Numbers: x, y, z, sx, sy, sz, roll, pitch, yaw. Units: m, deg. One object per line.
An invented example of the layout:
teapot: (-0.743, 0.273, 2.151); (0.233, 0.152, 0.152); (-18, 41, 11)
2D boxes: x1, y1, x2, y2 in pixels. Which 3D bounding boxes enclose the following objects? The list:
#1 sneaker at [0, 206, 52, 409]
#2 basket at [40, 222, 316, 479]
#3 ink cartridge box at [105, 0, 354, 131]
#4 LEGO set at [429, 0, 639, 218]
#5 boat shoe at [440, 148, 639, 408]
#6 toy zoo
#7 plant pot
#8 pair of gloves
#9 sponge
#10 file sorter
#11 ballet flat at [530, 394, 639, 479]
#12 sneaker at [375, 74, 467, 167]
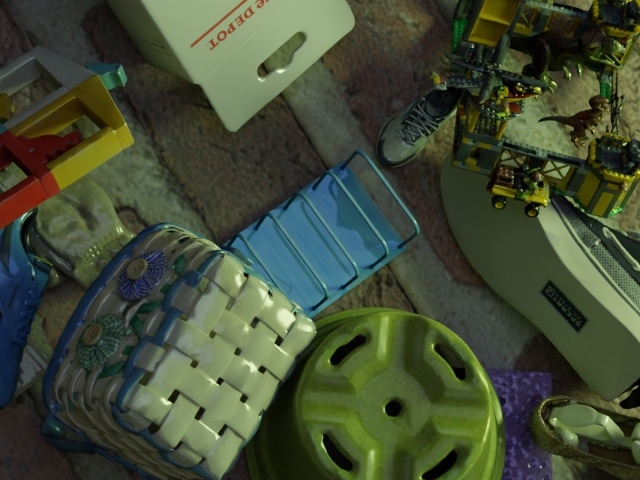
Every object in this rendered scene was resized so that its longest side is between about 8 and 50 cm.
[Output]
sneaker: (-0.305, 0.061, 1.772); (0.082, 0.069, 0.209); (-5, 77, 1)
basket: (-0.149, 0.103, 1.735); (0.201, 0.289, 0.255); (37, 73, -19)
ink cartridge box: (-0.133, -0.310, 1.855); (0.207, 0.119, 0.353); (-42, 125, -16)
LEGO set: (0.254, -0.202, 1.866); (0.254, 0.192, 0.331); (20, 49, -1)
boat shoe: (0.280, 0.020, 1.933); (0.158, 0.127, 0.340); (-22, 70, -44)
toy zoo: (-0.319, -0.097, 1.809); (0.293, 0.030, 0.192); (-34, 46, -15)
plant pot: (0.063, 0.178, 1.755); (0.276, 0.254, 0.276); (1, 77, -3)
pair of gloves: (-0.317, 0.025, 1.840); (0.204, 0.042, 0.240); (40, 74, 1)
sponge: (0.187, 0.241, 1.900); (0.117, 0.031, 0.210); (3, 78, -11)
file sorter: (0.000, 0.000, 1.874); (0.170, 0.104, 0.118); (-35, 87, -15)
ballet flat: (0.308, 0.205, 1.832); (0.206, 0.067, 0.073); (10, 61, 24)
sneaker: (0.111, -0.135, 1.947); (0.052, 0.058, 0.135); (43, 75, 0)
